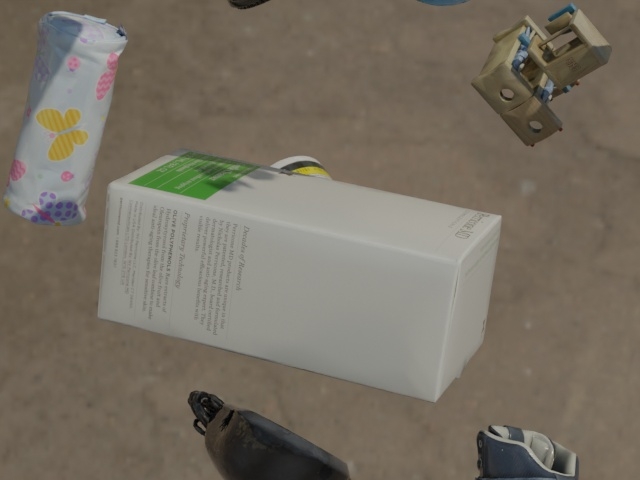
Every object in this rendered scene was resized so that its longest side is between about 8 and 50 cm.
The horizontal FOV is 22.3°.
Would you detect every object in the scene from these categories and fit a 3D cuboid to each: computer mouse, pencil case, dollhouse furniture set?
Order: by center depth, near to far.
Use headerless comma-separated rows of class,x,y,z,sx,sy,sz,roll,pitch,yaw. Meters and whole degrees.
computer mouse,-0.046,0.213,1.525,0.188,0.072,0.272,31,-8,-5
pencil case,-0.328,-0.154,2.070,0.113,0.273,0.124,12,17,-12
dollhouse furniture set,0.330,-0.243,2.233,0.129,0.183,0.129,46,42,-17

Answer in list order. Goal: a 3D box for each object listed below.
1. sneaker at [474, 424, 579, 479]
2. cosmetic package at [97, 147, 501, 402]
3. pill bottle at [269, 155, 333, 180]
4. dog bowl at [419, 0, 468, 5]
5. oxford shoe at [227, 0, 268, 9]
sneaker,0.135,0.238,1.346,0.086,0.163,0.226,9,-15,-34
cosmetic package,-0.019,0.029,1.652,0.365,0.155,0.197,11,17,14
pill bottle,0.000,0.000,2.076,0.119,0.119,0.208,-16,51,-27
dog bowl,0.072,-0.337,1.483,0.297,0.166,0.074,31,-13,-21
oxford shoe,-0.086,-0.315,1.799,0.082,0.096,0.227,-31,26,-13
